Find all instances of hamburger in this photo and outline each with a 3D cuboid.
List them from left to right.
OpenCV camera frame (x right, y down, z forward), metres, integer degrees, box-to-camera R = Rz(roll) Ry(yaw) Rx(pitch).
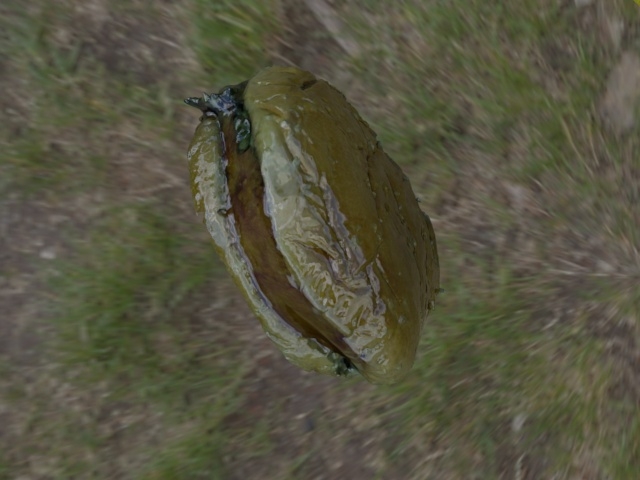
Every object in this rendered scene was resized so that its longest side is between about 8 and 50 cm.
[{"bbox_3d":[0.000,0.000,1.644,0.132,0.211,0.309,-25,112,18],"label":"hamburger"}]

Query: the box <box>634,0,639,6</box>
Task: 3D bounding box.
[{"bbox_3d":[0.327,-0.088,1.149,0.279,0.153,0.041,45,56,-5],"label":"box"}]
